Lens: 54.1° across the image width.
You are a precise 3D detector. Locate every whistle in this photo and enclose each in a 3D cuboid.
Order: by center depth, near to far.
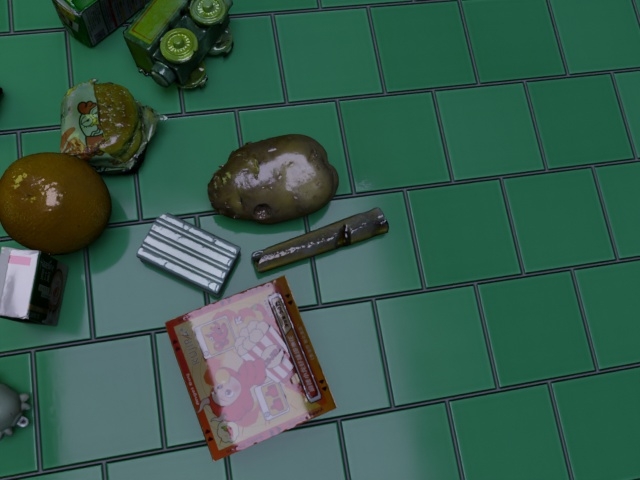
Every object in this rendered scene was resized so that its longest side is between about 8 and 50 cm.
[{"bbox_3d":[-0.698,0.310,1.246,0.253,0.106,0.102,31,37,-11],"label":"whistle"},{"bbox_3d":[0.000,0.001,1.433,0.326,0.057,0.068,-18,35,-11],"label":"whistle"}]

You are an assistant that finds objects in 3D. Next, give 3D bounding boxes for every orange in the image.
[{"bbox_3d":[-0.546,-0.076,1.291,0.236,0.236,0.237,2,76,-7],"label":"orange"}]

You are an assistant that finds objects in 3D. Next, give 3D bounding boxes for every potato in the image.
[{"bbox_3d":[-0.108,-0.135,1.410,0.296,0.141,0.192,-14,95,-11],"label":"potato"}]

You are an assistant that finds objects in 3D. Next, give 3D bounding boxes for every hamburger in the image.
[{"bbox_3d":[-0.466,-0.258,1.397,0.235,0.125,0.214,-1,78,4],"label":"hamburger"}]

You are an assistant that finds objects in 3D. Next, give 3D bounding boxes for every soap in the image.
[{"bbox_3d":[-0.288,0.031,1.384,0.197,0.066,0.119,26,74,-1],"label":"soap"}]

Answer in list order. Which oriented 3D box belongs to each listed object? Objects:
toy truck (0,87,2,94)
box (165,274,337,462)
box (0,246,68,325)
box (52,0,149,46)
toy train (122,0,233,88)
[{"bbox_3d":[-0.823,-0.341,1.350,0.213,0.177,0.161,32,74,2],"label":"toy truck"},{"bbox_3d":[-0.143,0.258,1.275,0.259,0.214,0.284,-21,81,-10],"label":"box"},{"bbox_3d":[-0.584,0.098,1.263,0.081,0.199,0.135,8,78,-7],"label":"box"},{"bbox_3d":[-0.496,-0.582,1.448,0.103,0.180,0.250,45,74,1],"label":"box"},{"bbox_3d":[-0.323,-0.485,1.460,0.188,0.159,0.272,31,75,8],"label":"toy train"}]
